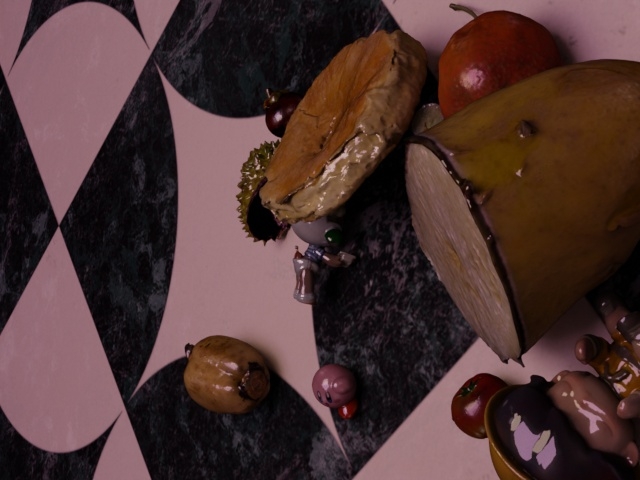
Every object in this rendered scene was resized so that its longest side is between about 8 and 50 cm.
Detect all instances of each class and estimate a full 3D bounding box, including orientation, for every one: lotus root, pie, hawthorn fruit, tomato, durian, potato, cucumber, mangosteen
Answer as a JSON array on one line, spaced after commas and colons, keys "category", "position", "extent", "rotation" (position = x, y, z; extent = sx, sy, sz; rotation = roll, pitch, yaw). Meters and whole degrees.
[{"category": "lotus root", "position": [-0.166, 0.223, 1.925], "extent": [0.221, 0.118, 0.125], "rotation": [9, 61, 54]}, {"category": "pie", "position": [0.030, -0.165, 1.635], "extent": [0.339, 0.083, 0.339], "rotation": [-45, 21, 22]}, {"category": "hawthorn fruit", "position": [0.226, -0.250, 1.503], "extent": [0.165, 0.165, 0.285], "rotation": [-50, 26, 36]}, {"category": "tomato", "position": [0.213, 0.216, 1.482], "extent": [0.087, 0.075, 0.087], "rotation": [-40, 14, 12]}, {"category": "durian", "position": [-0.101, -0.095, 1.874], "extent": [0.108, 0.119, 0.186], "rotation": [42, 119, 40]}, {"category": "potato", "position": [0.283, -0.046, 1.344], "extent": [0.296, 0.397, 0.290], "rotation": [-26, 64, -3]}, {"category": "cucumber", "position": [0.171, -0.148, 1.549], "extent": [0.064, 0.112, 0.064], "rotation": [-11, 74, 43]}, {"category": "mangosteen", "position": [-0.055, -0.204, 1.856], "extent": [0.081, 0.081, 0.080], "rotation": [-7, 81, 51]}]

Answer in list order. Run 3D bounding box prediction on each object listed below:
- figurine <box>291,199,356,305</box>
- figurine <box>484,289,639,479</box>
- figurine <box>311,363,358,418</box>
[{"category": "figurine", "position": [0.001, 0.000, 1.764], "extent": [0.147, 0.094, 0.197], "rotation": [-158, 67, -73]}, {"category": "figurine", "position": [0.309, 0.199, 1.304], "extent": [0.257, 0.167, 0.192], "rotation": [-46, 36, 11]}, {"category": "figurine", "position": [0.020, 0.220, 1.731], "extent": [0.083, 0.071, 0.067], "rotation": [10, 52, 44]}]
